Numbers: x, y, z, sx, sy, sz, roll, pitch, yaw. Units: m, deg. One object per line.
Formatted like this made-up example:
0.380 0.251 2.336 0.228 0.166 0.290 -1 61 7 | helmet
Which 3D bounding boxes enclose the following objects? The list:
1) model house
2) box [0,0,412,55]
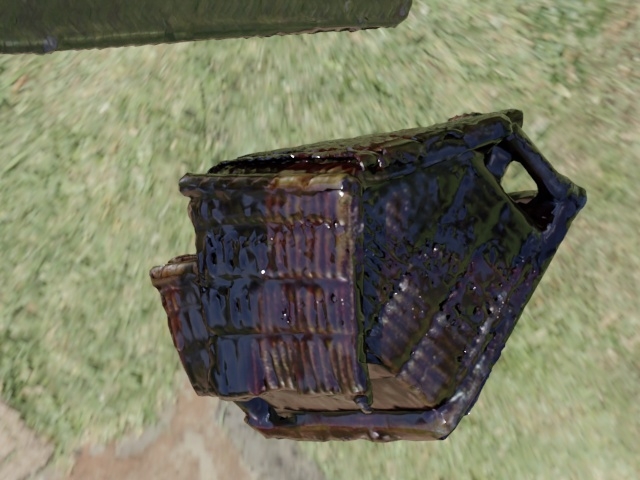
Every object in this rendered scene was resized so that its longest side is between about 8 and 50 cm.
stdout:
0.000 0.000 1.427 0.282 0.317 0.297 35 65 -41 | model house
-0.091 -0.176 0.712 0.143 0.273 0.184 8 103 36 | box
